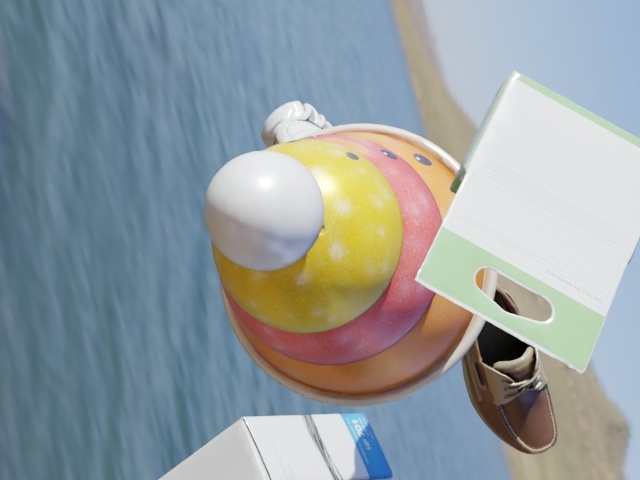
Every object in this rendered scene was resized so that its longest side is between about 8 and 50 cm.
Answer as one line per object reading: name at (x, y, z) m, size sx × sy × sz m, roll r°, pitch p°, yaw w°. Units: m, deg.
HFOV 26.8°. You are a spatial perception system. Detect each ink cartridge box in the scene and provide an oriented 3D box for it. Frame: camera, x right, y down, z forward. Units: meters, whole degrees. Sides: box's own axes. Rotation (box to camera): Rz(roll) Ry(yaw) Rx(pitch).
ink cartridge box at (0.194, -0.014, 1.190) m, size 0.235 × 0.171 × 0.056 m, roll -62°, pitch -177°, yaw -22°
ink cartridge box at (-0.044, 0.237, 1.327) m, size 0.190 × 0.139 × 0.082 m, roll 9°, pitch 50°, yaw -51°

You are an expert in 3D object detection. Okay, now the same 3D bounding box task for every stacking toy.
stacking toy at (0.000, 0.000, 1.463) m, size 0.480 × 0.350 × 0.351 m, roll 33°, pitch 43°, yaw -75°

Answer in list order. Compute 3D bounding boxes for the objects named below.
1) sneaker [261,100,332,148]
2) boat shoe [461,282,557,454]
sneaker at (0.045, -0.089, 1.945) m, size 0.292 × 0.110 × 0.118 m, roll 25°, pitch 24°, yaw -31°
boat shoe at (0.282, 0.194, 2.060) m, size 0.324 × 0.123 × 0.116 m, roll 62°, pitch -10°, yaw -14°
